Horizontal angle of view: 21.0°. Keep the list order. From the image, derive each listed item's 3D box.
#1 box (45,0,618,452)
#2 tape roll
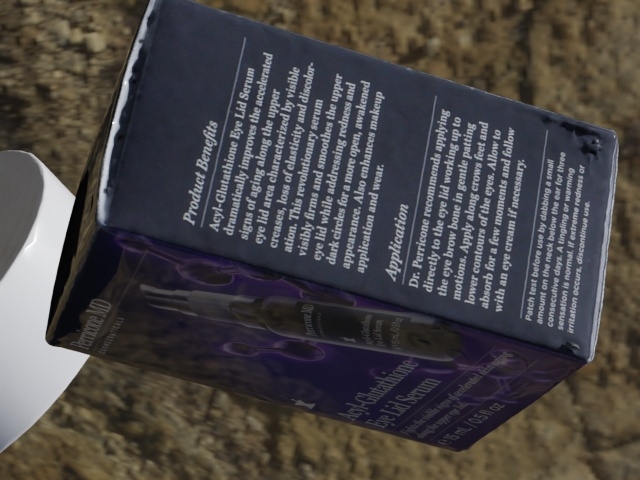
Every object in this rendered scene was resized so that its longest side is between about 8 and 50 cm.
[{"bbox_3d":[0.000,0.000,0.735,0.207,0.153,0.108,15,66,-9],"label":"box"},{"bbox_3d":[-0.296,0.064,1.361,0.286,0.286,0.100,-51,122,-17],"label":"tape roll"}]
